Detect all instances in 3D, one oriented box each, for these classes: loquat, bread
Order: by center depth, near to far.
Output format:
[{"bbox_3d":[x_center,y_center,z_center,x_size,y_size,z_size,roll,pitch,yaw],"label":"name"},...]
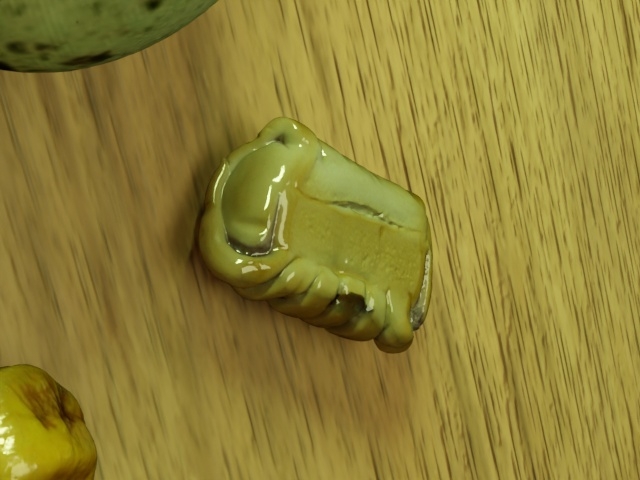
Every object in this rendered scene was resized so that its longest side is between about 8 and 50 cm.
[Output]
[{"bbox_3d":[-0.198,0.141,1.135,0.137,0.113,0.137,12,76,-58],"label":"loquat"},{"bbox_3d":[0.000,0.000,1.350,0.225,0.081,0.134,27,68,-42],"label":"bread"}]

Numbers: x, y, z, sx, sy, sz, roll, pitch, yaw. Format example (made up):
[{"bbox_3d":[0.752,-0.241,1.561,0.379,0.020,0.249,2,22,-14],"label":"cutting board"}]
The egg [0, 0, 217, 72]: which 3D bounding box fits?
[{"bbox_3d":[-0.136,-0.276,1.037,0.287,0.287,0.379,31,69,-43],"label":"egg"}]
